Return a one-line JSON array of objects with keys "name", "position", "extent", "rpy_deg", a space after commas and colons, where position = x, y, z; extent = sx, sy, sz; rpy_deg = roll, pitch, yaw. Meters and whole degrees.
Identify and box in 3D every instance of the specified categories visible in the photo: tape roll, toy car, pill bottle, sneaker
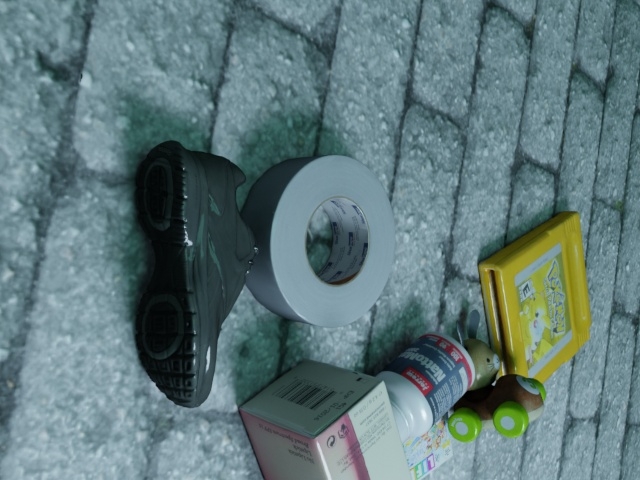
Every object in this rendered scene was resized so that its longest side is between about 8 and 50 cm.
[{"name": "tape roll", "position": [0.000, 0.000, 0.842], "extent": [0.219, 0.072, 0.219], "rpy_deg": [-3, 94, -42]}, {"name": "toy car", "position": [0.273, 0.212, 1.072], "extent": [0.155, 0.148, 0.189], "rpy_deg": [-12, 85, -59]}, {"name": "pill bottle", "position": [0.136, 0.223, 0.956], "extent": [0.180, 0.107, 0.108], "rpy_deg": [-33, 114, -37]}, {"name": "sneaker", "position": [-0.125, 0.039, 0.713], "extent": [0.130, 0.109, 0.287], "rpy_deg": [-1, 95, -49]}]

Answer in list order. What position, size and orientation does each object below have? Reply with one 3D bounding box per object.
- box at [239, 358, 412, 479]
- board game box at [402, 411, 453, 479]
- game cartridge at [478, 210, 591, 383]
[{"name": "box", "position": [0.017, 0.289, 0.822], "extent": [0.126, 0.148, 0.233], "rpy_deg": [-30, 112, -37]}, {"name": "board game box", "position": [0.150, 0.325, 1.029], "extent": [0.154, 0.026, 0.104], "rpy_deg": [-18, 105, -41]}, {"name": "game cartridge", "position": [0.432, 0.123, 1.263], "extent": [0.323, 0.052, 0.286], "rpy_deg": [-25, 109, -38]}]
